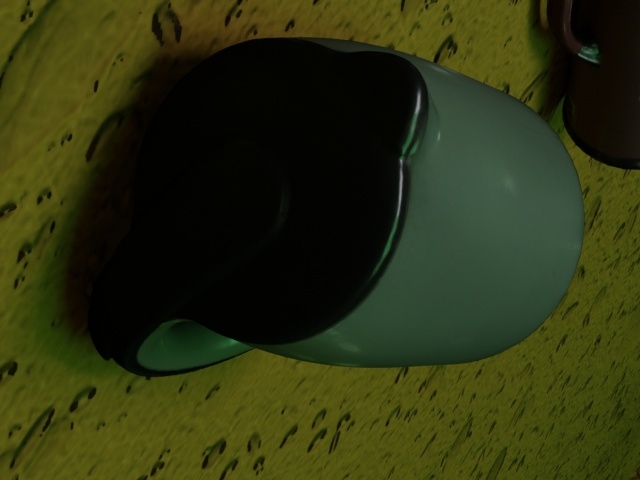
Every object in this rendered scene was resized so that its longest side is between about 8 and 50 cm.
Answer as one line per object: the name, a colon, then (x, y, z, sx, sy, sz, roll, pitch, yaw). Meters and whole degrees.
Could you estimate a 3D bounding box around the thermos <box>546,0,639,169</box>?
thermos: (0.230, -0.197, 1.012, 0.330, 0.136, 0.109, 86, 7, -54)

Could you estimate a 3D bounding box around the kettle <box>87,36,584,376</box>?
kettle: (0.000, 0.000, 0.701, 0.221, 0.161, 0.236, -34, 164, 20)
